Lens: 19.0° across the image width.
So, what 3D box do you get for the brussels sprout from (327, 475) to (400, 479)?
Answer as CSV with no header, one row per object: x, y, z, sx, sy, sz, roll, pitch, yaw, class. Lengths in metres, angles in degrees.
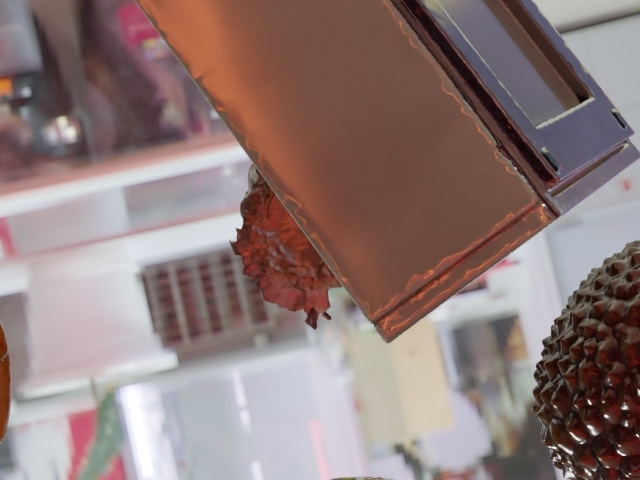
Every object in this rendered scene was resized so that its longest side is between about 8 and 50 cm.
0.055,0.412,1.991,0.268,0.344,0.344,-17,172,36,brussels sprout

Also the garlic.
0.000,0.000,1.567,0.207,0.207,0.256,-8,140,-36,garlic

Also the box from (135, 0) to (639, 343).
0.044,-0.090,1.006,0.117,0.225,0.225,-38,176,21,box

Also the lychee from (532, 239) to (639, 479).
0.310,0.121,1.600,0.268,0.267,0.267,-12,173,-2,lychee

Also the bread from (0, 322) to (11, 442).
-0.299,0.107,1.339,0.200,0.115,0.077,-6,179,42,bread
